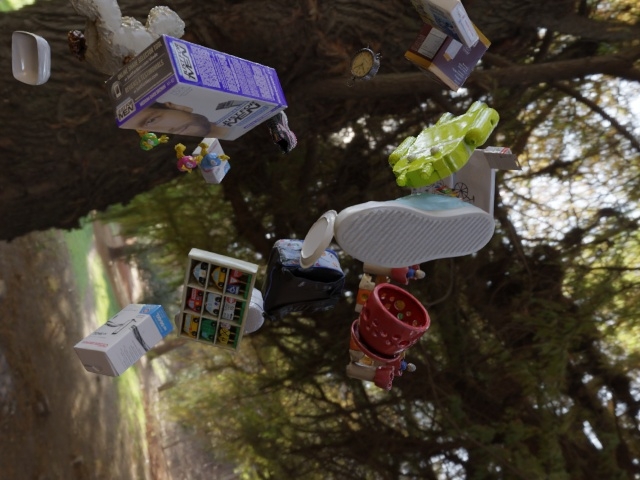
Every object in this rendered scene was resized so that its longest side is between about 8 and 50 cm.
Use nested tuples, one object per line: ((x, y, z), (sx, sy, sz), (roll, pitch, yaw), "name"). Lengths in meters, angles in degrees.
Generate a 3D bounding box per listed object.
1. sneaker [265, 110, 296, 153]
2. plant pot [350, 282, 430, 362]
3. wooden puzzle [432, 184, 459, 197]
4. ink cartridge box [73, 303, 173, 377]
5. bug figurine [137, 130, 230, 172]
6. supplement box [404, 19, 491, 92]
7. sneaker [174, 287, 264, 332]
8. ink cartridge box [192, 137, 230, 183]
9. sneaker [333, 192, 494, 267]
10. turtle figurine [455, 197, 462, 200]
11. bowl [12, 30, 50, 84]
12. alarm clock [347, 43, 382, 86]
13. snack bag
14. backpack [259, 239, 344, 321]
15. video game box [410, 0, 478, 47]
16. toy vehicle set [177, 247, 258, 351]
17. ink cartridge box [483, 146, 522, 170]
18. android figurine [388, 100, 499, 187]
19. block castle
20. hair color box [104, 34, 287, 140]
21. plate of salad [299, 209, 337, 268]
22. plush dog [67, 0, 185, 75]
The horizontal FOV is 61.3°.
((-0.137, -0.361, 1.766), (0.178, 0.072, 0.077), (52, 32, -29), "sneaker")
((0.198, 0.250, 1.583), (0.174, 0.191, 0.191), (-60, -139, 26), "plant pot")
((0.457, -0.182, 1.971), (0.116, 0.079, 0.014), (25, -55, 45), "wooden puzzle")
((-0.526, 0.262, 1.449), (0.148, 0.203, 0.085), (-3, -63, 35), "ink cartridge box")
((-0.401, -0.255, 1.480), (0.216, 0.279, 0.072), (-7, -122, 61), "bug figurine")
((0.425, -0.638, 1.808), (0.194, 0.191, 0.129), (-56, -133, 14), "supplement box")
((-0.357, 0.275, 2.057), (0.210, 0.366, 0.137), (-43, 123, -69), "sneaker")
((-0.352, -0.259, 1.749), (0.052, 0.088, 0.122), (5, -43, 24), "ink cartridge box")
((0.174, -0.032, 1.121), (0.150, 0.366, 0.135), (43, -54, 56), "sneaker")
((0.364, -0.029, 1.803), (0.087, 0.270, 0.217), (-104, 167, -45), "turtle figurine")
((-0.831, -0.526, 1.564), (0.142, 0.053, 0.141), (23, -67, 30), "bowl")
((0.184, -0.754, 2.376), (0.192, 0.064, 0.129), (-47, -121, 21), "alarm clock")
((0.491, -0.187, 2.019), (0.343, 0.037, 0.322), (11, -67, 37), "snack bag")
((-0.058, 0.128, 1.815), (0.213, 0.264, 0.276), (-97, -160, -44), "backpack")
((0.351, -0.667, 1.578), (0.205, 0.048, 0.187), (46, 10, 33), "video game box")
((-0.262, 0.155, 1.357), (0.035, 0.166, 0.266), (-81, -174, -59), "toy vehicle set")
((0.526, -0.234, 1.542), (0.115, 0.029, 0.063), (18, -31, 56), "ink cartridge box")
((0.254, -0.202, 1.152), (0.248, 0.273, 0.056), (-10, -58, 51), "android figurine")
((0.256, 0.278, 1.923), (0.303, 0.213, 0.452), (1, 99, -72), "block castle")
((-0.246, -0.304, 1.137), (0.185, 0.339, 0.110), (-23, -99, 32), "hair color box")
((0.000, 0.000, 1.634), (0.200, 0.048, 0.199), (-48, -155, 31), "plate of salad")
((-0.488, -0.470, 1.330), (0.225, 0.263, 0.210), (2, -91, 57), "plush dog")
